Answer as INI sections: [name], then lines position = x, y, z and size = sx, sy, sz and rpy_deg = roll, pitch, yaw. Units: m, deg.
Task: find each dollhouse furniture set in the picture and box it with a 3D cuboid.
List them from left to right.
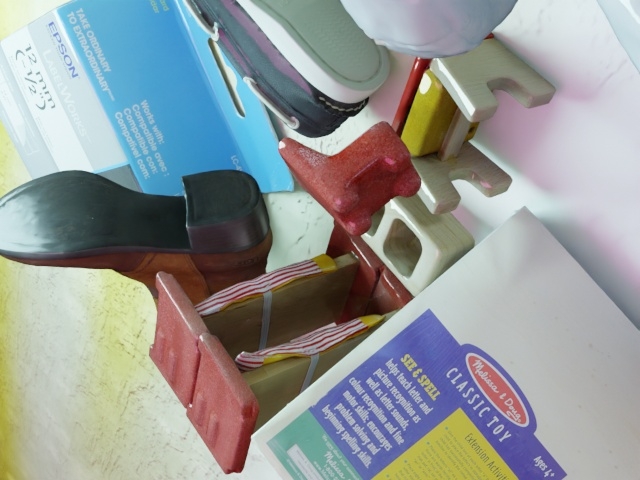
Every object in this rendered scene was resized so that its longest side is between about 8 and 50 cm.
[dollhouse furniture set]
position = 0.000, 0.000, 0.742
size = 0.152, 0.201, 0.374
rpy_deg = 51, 142, 30

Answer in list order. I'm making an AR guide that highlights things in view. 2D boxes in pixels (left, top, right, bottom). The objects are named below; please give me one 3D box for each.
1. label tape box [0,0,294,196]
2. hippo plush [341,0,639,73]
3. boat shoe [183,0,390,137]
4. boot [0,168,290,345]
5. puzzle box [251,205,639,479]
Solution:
[label tape box]
position = -0.205, -0.127, 0.971
size = 0.347, 0.115, 0.249
rpy_deg = -4, 114, 53
[hippo plush]
position = 0.075, -0.159, 0.378
size = 0.236, 0.234, 0.294
rpy_deg = -6, 137, 31
[boat shoe]
position = -0.074, -0.212, 0.747
size = 0.303, 0.114, 0.091
rpy_deg = 54, 139, 5
[boot]
position = -0.170, 0.043, 0.933
size = 0.280, 0.264, 0.096
rpy_deg = 87, 171, -55
[puzzle box]
position = 0.178, 0.212, 0.671
size = 0.409, 0.272, 0.052
rpy_deg = 51, -175, 10
